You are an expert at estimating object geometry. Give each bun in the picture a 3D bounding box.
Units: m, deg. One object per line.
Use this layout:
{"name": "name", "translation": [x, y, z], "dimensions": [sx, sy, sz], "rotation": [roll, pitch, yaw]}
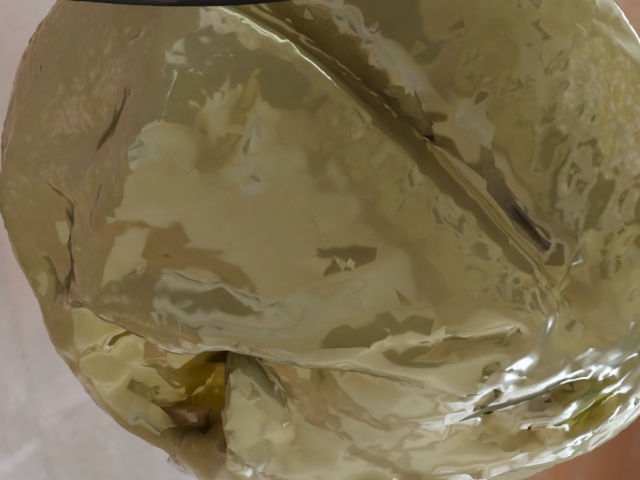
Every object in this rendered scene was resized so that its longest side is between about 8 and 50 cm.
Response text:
{"name": "bun", "translation": [0.000, 0.000, 0.885], "dimensions": [0.219, 0.365, 0.365], "rotation": [-62, 141, -42]}

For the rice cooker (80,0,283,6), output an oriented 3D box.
{"name": "rice cooker", "translation": [-0.050, -0.195, 0.460], "dimensions": [0.224, 0.267, 0.267], "rotation": [101, 15, -58]}
